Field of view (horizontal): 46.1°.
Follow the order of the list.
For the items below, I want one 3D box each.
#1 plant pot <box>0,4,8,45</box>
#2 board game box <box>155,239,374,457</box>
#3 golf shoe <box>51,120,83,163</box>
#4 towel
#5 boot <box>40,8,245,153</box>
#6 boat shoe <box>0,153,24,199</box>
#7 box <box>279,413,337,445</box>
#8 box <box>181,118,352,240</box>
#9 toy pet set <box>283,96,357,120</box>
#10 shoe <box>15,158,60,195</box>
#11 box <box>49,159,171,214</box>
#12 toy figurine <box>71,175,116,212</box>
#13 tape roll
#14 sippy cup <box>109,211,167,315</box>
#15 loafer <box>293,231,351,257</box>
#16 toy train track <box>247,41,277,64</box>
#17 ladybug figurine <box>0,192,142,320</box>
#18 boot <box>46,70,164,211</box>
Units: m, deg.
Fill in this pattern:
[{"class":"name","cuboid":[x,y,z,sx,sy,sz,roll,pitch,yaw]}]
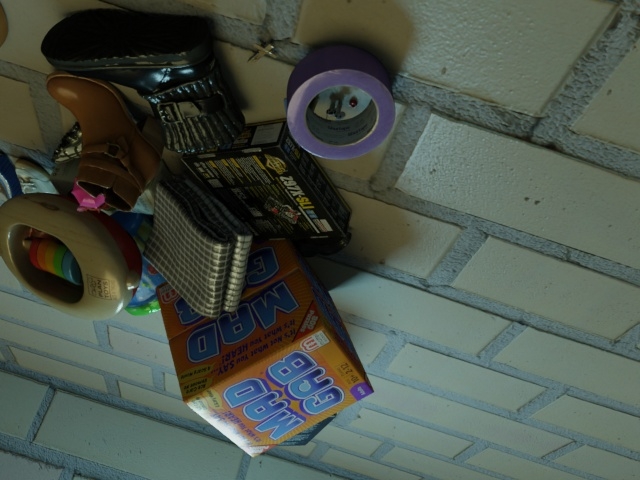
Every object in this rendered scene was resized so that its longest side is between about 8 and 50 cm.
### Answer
[{"class":"plant pot","cuboid":[-0.775,-0.396,1.413,0.290,0.204,0.291,13,149,8]},{"class":"board game box","cuboid":[-0.137,0.247,1.866,0.356,0.356,0.356,-29,139,4]},{"class":"golf shoe","cuboid":[-0.552,-0.210,1.734,0.094,0.077,0.198,33,147,-26]},{"class":"towel","cuboid":[-0.285,0.009,1.693,0.283,0.121,0.235,40,135,32]},{"class":"boot","cuboid":[-0.331,-0.291,1.432,0.347,0.131,0.260,8,149,14]},{"class":"boat shoe","cuboid":[-0.828,-0.162,1.973,0.066,0.066,0.183,13,140,16]},{"class":"box","cuboid":[-0.109,0.456,2.348,0.211,0.294,0.395,3,152,-15]},{"class":"box","cuboid":[-0.113,-0.120,1.660,0.257,0.079,0.322,-5,144,30]},{"class":"toy pet set","cuboid":[-0.011,-0.259,1.388,0.114,0.065,0.122,-5,143,33]},{"class":"shoe","cuboid":[-0.734,-0.129,1.974,0.076,0.058,0.219,5,148,19]},{"class":"box","cuboid":[-0.496,-0.138,1.805,0.275,0.094,0.113,7,148,18]},{"class":"toy figurine","cuboid":[-0.486,-0.111,1.648,0.130,0.159,0.173,42,118,0]},{"class":"tape roll","cuboid":[0.034,-0.240,1.321,0.188,0.080,0.189,-1,134,-1]},{"class":"sippy cup","cuboid":[-0.486,0.042,1.993,0.305,0.240,0.224,-22,126,15]},{"class":"loafer","cuboid":[0.000,0.000,1.819,0.170,0.062,0.061,-15,133,40]},{"class":"toy train track","cuboid":[-0.107,-0.340,1.358,0.048,0.014,0.083,25,155,-27]},{"class":"ladybug figurine","cuboid":[-0.586,0.027,1.795,0.449,0.162,0.305,21,124,26]},{"class":"boot","cuboid":[-0.468,-0.202,1.557,0.283,0.220,0.109,34,145,-27]}]
